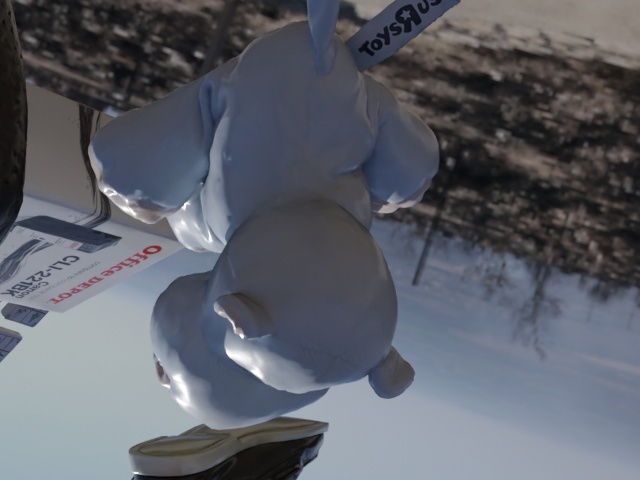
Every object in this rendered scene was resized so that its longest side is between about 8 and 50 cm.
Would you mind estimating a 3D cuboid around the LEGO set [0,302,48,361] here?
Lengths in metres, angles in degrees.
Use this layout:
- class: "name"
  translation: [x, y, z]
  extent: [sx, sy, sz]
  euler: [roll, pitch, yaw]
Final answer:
- class: "LEGO set"
  translation: [-0.433, 0.100, 1.313]
  extent: [0.060, 0.182, 0.244]
  euler: [43, -179, 19]

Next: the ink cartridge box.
- class: "ink cartridge box"
  translation: [-0.278, -0.039, 1.000]
  extent: [0.197, 0.114, 0.273]
  euler: [-27, 152, 32]

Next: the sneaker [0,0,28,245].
- class: "sneaker"
  translation: [-0.139, -0.137, 0.322]
  extent: [0.106, 0.281, 0.162]
  euler: [-14, 169, -35]

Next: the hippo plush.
- class: "hippo plush"
  translation: [0.000, 0.000, 0.737]
  extent: [0.234, 0.236, 0.294]
  euler: [17, 141, -39]

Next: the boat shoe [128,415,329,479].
- class: "boat shoe"
  translation: [-0.090, 0.260, 1.232]
  extent: [0.127, 0.113, 0.340]
  euler: [-1, 179, 21]
